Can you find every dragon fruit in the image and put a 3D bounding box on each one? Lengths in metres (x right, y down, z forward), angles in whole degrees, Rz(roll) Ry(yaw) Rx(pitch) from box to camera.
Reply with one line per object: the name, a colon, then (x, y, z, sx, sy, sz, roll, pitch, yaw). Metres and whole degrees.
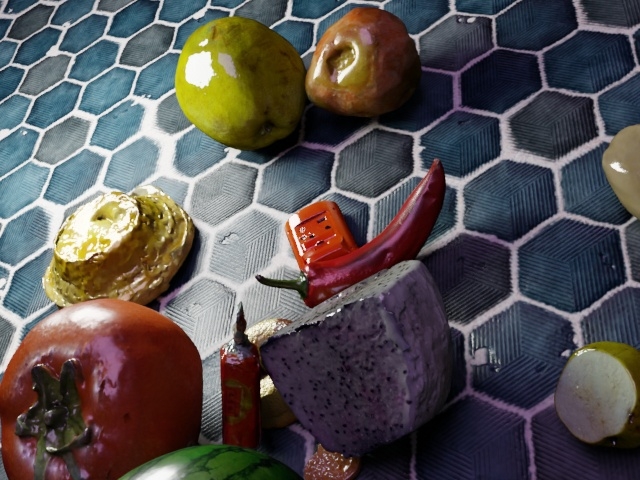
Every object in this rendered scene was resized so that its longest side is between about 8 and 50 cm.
dragon fruit: (0.086, 0.169, 1.165, 0.283, 0.221, 0.204, -31, -6, 41)

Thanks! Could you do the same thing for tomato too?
tomato: (-0.320, 0.263, 1.239, 0.341, 0.273, 0.341, -5, 80, 29)

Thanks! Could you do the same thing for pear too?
pear: (-0.166, -0.330, 1.675, 0.269, 0.269, 0.321, -33, 59, -2)
pear: (0.388, 0.204, 1.045, 0.141, 0.104, 0.141, -29, 54, 48)

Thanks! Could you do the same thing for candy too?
candy: (-0.119, 0.231, 1.189, 0.059, 0.292, 0.086, -2, 9, -11)

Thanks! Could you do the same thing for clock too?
clock: (0.000, 0.000, 1.440, 0.113, 0.061, 0.155, -28, 44, 4)

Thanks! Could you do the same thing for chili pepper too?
chili pepper: (0.078, 0.015, 1.346, 0.368, 0.137, 0.092, -33, 4, -10)

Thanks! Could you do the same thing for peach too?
peach: (0.081, -0.337, 1.588, 0.235, 0.214, 0.214, -31, 45, 9)

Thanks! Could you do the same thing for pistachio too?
pistachio: (0.517, -0.089, 1.206, 0.136, 0.136, 0.226, -32, 46, -1)

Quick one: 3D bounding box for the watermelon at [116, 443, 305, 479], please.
watermelon: (-0.147, 0.418, 0.962, 0.363, 0.363, 0.363, -14, 48, 16)

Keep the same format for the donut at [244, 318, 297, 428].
donut: (-0.081, 0.208, 1.299, 0.166, 0.073, 0.184, 3, 53, 32)

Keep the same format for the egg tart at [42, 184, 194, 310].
egg tart: (-0.422, 0.009, 1.598, 0.341, 0.129, 0.341, -15, 47, 17)

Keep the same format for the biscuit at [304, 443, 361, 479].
biscuit: (0.017, 0.332, 1.184, 0.091, 0.015, 0.078, -30, 44, 1)
